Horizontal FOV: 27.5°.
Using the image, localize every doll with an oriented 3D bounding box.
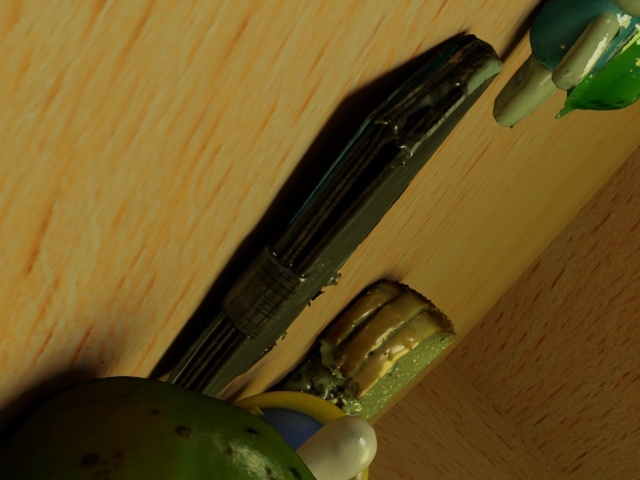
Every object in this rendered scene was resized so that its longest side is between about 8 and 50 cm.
[{"bbox_3d":[-0.085,0.257,1.203,0.311,0.159,0.242,-23,-169,-1],"label":"doll"}]

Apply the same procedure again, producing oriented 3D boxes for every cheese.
[{"bbox_3d":[0.333,-0.224,1.222,0.204,0.083,0.320,-29,164,-51],"label":"cheese"}]

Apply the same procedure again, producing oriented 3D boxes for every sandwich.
[{"bbox_3d":[0.026,0.164,1.513,0.273,0.095,0.249,-45,167,6],"label":"sandwich"}]

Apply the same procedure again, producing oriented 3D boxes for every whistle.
[{"bbox_3d":[0.200,-0.168,0.956,0.236,0.077,0.114,-46,-160,40],"label":"whistle"}]

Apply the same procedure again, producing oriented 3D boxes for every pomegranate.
[{"bbox_3d":[-0.101,0.193,0.768,0.236,0.236,0.302,-45,178,-3],"label":"pomegranate"}]

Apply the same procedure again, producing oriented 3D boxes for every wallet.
[{"bbox_3d":[-0.001,-0.001,0.885,0.169,0.044,0.317,-39,171,-50],"label":"wallet"}]
